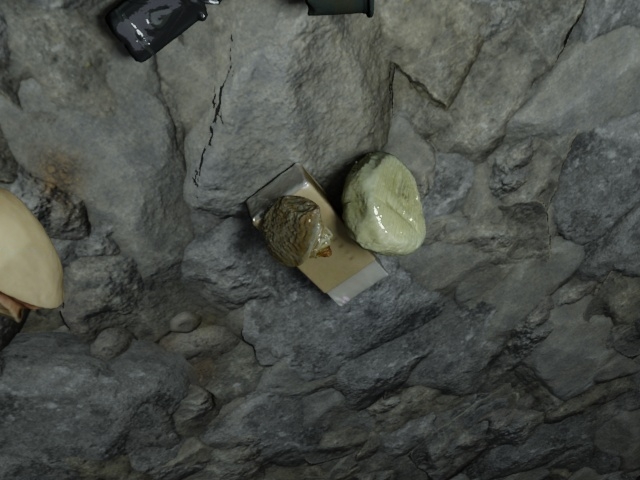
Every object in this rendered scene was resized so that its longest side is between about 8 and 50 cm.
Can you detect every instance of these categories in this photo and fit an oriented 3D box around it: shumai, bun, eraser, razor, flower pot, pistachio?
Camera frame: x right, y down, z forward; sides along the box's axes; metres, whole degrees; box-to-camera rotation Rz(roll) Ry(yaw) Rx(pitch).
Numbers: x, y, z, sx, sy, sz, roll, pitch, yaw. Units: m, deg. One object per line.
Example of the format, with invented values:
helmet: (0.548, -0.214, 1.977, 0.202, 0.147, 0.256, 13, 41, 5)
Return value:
shumai: (-0.031, -0.015, 1.212, 0.116, 0.145, 0.145, 0, 129, -47)
bun: (0.117, -0.066, 1.281, 0.134, 0.220, 0.220, -19, 138, 34)
eraser: (0.000, 0.000, 1.348, 0.144, 0.078, 0.343, -36, 130, 10)
razor: (-0.251, -0.350, 0.997, 0.148, 0.054, 0.090, -33, 130, 5)
flower pot: (0.018, -0.417, 0.995, 0.107, 0.157, 0.157, -10, 130, 0)
pistachio: (-0.555, 0.025, 1.089, 0.187, 0.187, 0.299, -26, 135, 0)

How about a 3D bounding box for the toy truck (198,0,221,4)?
toy truck: (-0.122, -0.447, 0.899, 0.147, 0.165, 0.224, 26, 113, -34)
